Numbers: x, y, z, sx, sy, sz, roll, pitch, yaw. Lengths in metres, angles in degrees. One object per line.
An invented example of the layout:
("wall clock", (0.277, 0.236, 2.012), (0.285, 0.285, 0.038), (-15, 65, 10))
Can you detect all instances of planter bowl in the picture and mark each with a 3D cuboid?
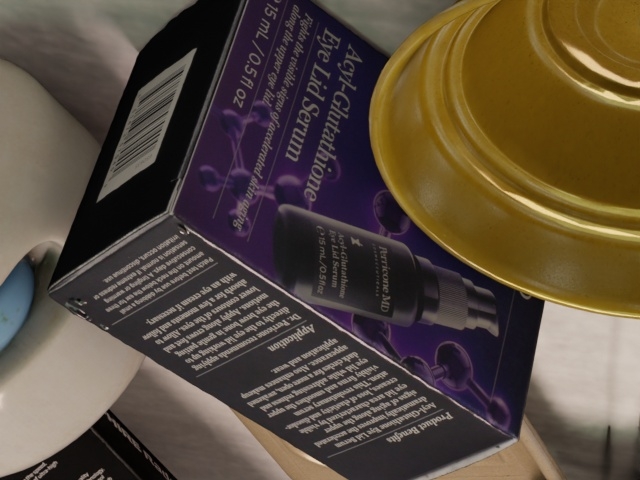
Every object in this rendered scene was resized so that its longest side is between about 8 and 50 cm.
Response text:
("planter bowl", (0.134, -0.064, 0.731), (0.217, 0.090, 0.217), (10, 145, 7))

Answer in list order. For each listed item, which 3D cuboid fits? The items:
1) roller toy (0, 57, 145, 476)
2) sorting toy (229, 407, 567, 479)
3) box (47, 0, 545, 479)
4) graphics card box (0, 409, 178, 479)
("roller toy", (-0.185, 0.007, 0.870), (0.191, 0.209, 0.146), (-13, 140, 26))
("sorting toy", (0.026, 0.087, 1.040), (0.208, 0.038, 0.193), (-2, 142, 31))
("box", (0.000, 0.000, 0.822), (0.207, 0.153, 0.108), (33, 142, -24))
("graphics card box", (-0.183, 0.228, 1.115), (0.233, 0.094, 0.371), (-40, 117, 0))
